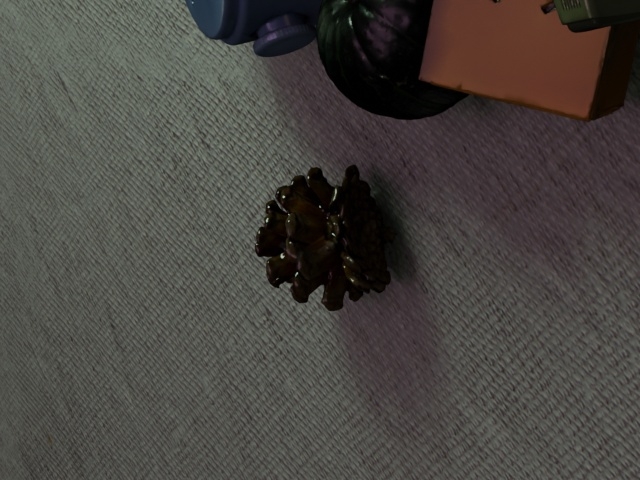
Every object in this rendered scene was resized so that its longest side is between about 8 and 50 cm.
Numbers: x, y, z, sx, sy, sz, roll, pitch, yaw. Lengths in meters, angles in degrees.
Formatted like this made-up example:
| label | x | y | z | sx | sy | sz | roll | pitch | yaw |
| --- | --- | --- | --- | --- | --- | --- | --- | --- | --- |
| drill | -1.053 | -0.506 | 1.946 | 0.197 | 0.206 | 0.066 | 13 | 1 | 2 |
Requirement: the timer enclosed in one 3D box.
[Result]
| label | x | y | z | sx | sy | sz | roll | pitch | yaw |
| --- | --- | --- | --- | --- | --- | --- | --- | --- | --- |
| timer | -0.082 | -0.407 | 2.147 | 0.395 | 0.173 | 0.395 | 166 | 90 | -76 |

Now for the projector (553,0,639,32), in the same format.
| label | x | y | z | sx | sy | sz | roll | pitch | yaw |
| --- | --- | --- | --- | --- | --- | --- | --- | --- | --- |
| projector | 0.319 | -0.310 | 1.621 | 0.088 | 0.269 | 0.193 | 1 | 108 | 68 |

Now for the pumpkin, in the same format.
| label | x | y | z | sx | sy | sz | roll | pitch | yaw |
| --- | --- | --- | --- | --- | --- | --- | --- | --- | --- |
| pumpkin | 0.091 | -0.263 | 1.989 | 0.250 | 0.216 | 0.250 | -33 | 47 | 44 |

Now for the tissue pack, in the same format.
| label | x | y | z | sx | sy | sz | roll | pitch | yaw |
| --- | --- | --- | --- | --- | --- | --- | --- | --- | --- |
| tissue pack | 0.236 | -0.277 | 1.789 | 0.194 | 0.145 | 0.274 | 17 | 106 | 24 |

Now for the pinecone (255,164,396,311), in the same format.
| label | x | y | z | sx | sy | sz | roll | pitch | yaw |
| --- | --- | --- | --- | --- | --- | --- | --- | --- | --- |
| pinecone | 0.004 | -0.001 | 2.207 | 0.195 | 0.150 | 0.179 | -14 | 86 | 60 |
